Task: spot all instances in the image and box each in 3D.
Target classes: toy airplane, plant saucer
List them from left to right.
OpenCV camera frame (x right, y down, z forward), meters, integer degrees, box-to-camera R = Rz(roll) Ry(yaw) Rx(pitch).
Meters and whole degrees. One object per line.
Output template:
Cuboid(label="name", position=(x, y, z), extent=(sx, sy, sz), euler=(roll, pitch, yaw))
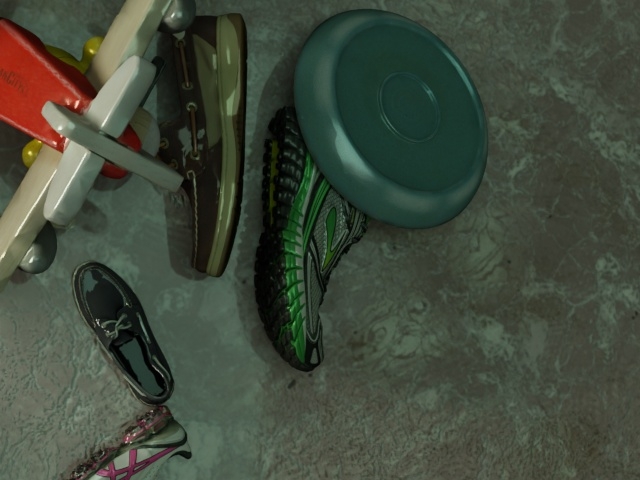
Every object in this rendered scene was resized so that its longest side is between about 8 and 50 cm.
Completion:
Cuboid(label="toy airplane", position=(-0.269, -0.143, 1.364), extent=(0.272, 0.386, 0.384), euler=(27, 51, -53))
Cuboid(label="plant saucer", position=(0.110, -0.172, 1.593), extent=(0.317, 0.043, 0.318), euler=(13, 66, -31))

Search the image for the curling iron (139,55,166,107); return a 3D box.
Cuboid(label="curling iron", position=(-0.283, -0.130, 1.528), extent=(0.068, 0.035, 0.274), euler=(40, 76, -11))

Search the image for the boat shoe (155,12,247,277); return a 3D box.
Cuboid(label="boat shoe", position=(-0.160, -0.124, 1.533), extent=(0.123, 0.123, 0.342), euler=(2, 87, -1))

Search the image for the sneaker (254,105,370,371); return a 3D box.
Cuboid(label="sneaker", position=(0.000, 0.000, 1.556), extent=(0.146, 0.134, 0.344), euler=(7, 83, -17))

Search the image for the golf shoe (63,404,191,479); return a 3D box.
Cuboid(label="golf shoe", position=(-0.245, 0.291, 1.492), extent=(0.186, 0.067, 0.086), euler=(-36, 98, -17))

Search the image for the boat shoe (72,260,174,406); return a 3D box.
Cuboid(label="boat shoe", position=(-0.244, 0.115, 1.506), extent=(0.075, 0.065, 0.206), euler=(-29, 95, -17))
